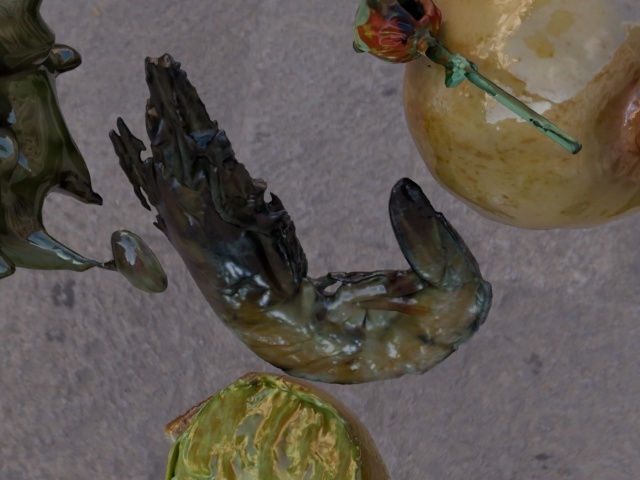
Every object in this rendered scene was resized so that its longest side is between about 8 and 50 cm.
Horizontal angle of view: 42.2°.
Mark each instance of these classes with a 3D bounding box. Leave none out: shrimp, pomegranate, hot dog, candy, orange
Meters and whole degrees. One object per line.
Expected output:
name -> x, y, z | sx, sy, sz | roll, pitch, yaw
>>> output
shrimp -> 0.000, 0.000, 0.626 | 0.233, 0.365, 0.071 | -8, 44, 20
pomegranate -> 0.157, -0.105, 0.564 | 0.207, 0.207, 0.207 | 0, 65, 0
hot dog -> -0.123, 0.200, 0.990 | 0.137, 0.028, 0.044 | -28, 49, -23
candy -> 0.081, -0.097, 0.474 | 0.055, 0.049, 0.185 | -33, 50, -12
orange -> -0.043, 0.308, 0.806 | 0.196, 0.262, 0.335 | 32, 57, -31

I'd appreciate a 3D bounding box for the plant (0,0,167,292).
plant -> -0.279, -0.031, 0.417 | 0.333, 0.251, 0.180 | -16, 59, 9
